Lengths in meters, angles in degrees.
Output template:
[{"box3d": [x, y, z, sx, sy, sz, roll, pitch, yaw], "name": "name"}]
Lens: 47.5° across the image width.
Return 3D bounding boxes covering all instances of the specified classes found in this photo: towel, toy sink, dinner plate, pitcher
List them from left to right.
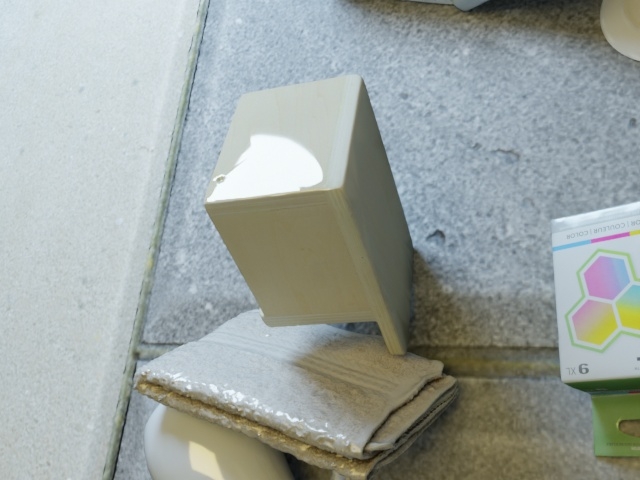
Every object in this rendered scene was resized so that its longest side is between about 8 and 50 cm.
[{"box3d": [-0.074, 0.220, 0.727, 0.207, 0.125, 0.178, 36, 108, 29], "name": "pitcher"}, {"box3d": [-0.024, 0.135, 0.710, 0.282, 0.187, 0.049, 10, 109, 32], "name": "towel"}, {"box3d": [0.000, -0.011, 0.694, 0.131, 0.234, 0.153, -6, 46, 18], "name": "toy sink"}, {"box3d": [0.360, -0.246, 0.745, 0.141, 0.017, 0.141, -10, 67, 26], "name": "dinner plate"}]

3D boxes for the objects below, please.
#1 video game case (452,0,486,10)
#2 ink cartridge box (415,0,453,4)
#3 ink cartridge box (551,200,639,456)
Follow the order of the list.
[{"box3d": [0.245, -0.365, 0.775, 0.206, 0.026, 0.227, -65, 18, -7], "name": "video game case"}, {"box3d": [0.070, -0.356, 0.893, 0.198, 0.115, 0.067, 18, 81, 33], "name": "ink cartridge box"}, {"box3d": [0.267, 0.075, 0.624, 0.109, 0.062, 0.209, -14, 63, 40], "name": "ink cartridge box"}]
